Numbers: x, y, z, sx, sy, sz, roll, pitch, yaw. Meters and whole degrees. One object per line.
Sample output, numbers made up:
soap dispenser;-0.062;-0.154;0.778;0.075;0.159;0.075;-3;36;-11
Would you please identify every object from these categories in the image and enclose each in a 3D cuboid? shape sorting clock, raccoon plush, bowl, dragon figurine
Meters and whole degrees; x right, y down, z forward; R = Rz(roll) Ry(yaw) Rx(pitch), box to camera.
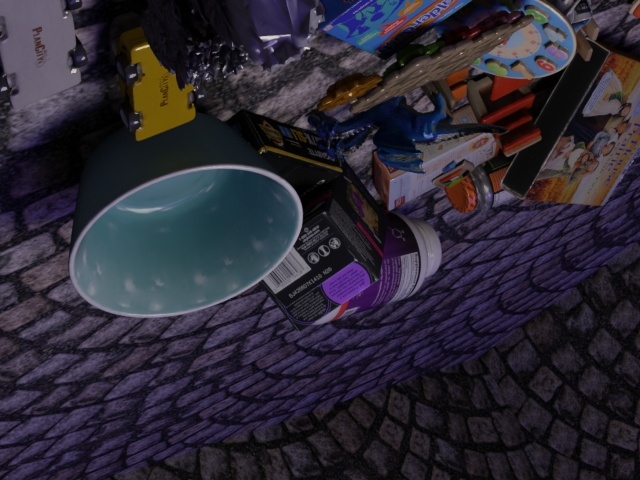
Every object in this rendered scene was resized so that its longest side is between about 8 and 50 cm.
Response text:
shape sorting clock;0.257;-0.289;1.788;0.206;0.206;0.040;111;2;-65
raccoon plush;-0.001;-0.256;1.126;0.299;0.446;0.216;-25;130;-15
bowl;-0.196;-0.052;1.679;0.311;0.163;0.311;-16;147;-11
dragon figurine;0.128;-0.153;1.898;0.144;0.289;0.085;-64;164;-15

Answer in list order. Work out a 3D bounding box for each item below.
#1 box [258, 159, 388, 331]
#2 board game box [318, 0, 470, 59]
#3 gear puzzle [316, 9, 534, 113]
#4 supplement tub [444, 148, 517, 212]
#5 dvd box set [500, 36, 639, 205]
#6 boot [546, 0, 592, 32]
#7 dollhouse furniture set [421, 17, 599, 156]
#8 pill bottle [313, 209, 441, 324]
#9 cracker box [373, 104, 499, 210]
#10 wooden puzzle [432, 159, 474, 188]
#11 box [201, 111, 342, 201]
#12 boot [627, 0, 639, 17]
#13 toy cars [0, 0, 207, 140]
box;0.000;0.000;2.050;0.165;0.143;0.270;-34;-166;17
board game box;0.094;-0.295;1.529;0.160;0.047;0.210;-34;165;20
gear puzzle;0.117;-0.230;1.660;0.339;0.044;0.175;-26;177;-37
supplement tub;0.339;-0.127;2.450;0.190;0.117;0.117;-22;162;-19
dvd box set;0.517;-0.209;2.391;0.420;0.062;0.307;2;122;-58
boot;0.352;-0.365;1.772;0.095;0.123;0.258;-21;162;-23
dollhouse furniture set;0.304;-0.249;2.011;0.262;0.135;0.259;-27;163;-5
pill bottle;0.077;0.043;2.419;0.323;0.181;0.181;-14;158;-41
cracker box;0.207;-0.154;2.252;0.232;0.067;0.156;-27;163;-7
wooden puzzle;0.240;-0.116;2.274;0.078;0.014;0.116;-36;163;23
box;-0.158;-0.060;1.936;0.322;0.079;0.257;-35;160;19
boot;0.595;-0.400;2.125;0.158;0.084;0.059;-25;164;-6
toy cars;-0.245;-0.212;1.359;0.176;0.087;0.394;-41;157;20
